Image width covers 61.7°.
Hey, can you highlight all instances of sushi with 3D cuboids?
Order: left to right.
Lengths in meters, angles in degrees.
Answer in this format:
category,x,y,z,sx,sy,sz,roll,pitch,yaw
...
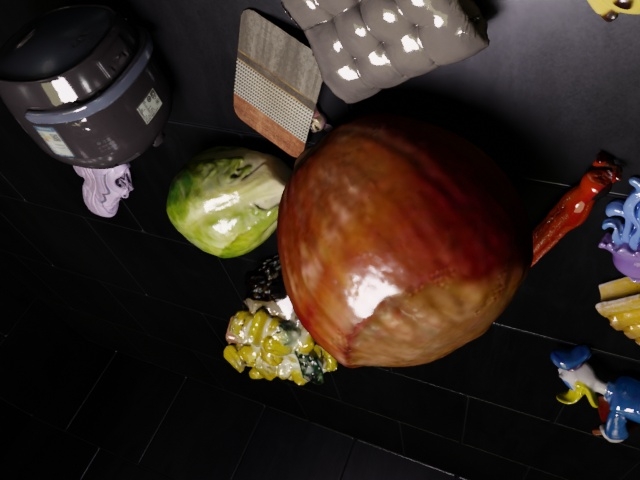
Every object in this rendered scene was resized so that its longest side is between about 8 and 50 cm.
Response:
category,x,y,z,sx,sy,sz,roll,pitch,yaw
sushi,-0.066,0.232,1.398,0.329,0.285,0.328,-11,134,44

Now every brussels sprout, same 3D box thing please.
category,x,y,z,sx,sy,sz,roll,pitch,yaw
brussels sprout,-0.174,-0.083,1.072,0.272,0.219,0.210,-21,119,26

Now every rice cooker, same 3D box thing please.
category,x,y,z,sx,sy,sz,roll,pitch,yaw
rice cooker,-0.398,-0.258,0.933,0.267,0.267,0.224,11,147,23

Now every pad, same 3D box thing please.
category,x,y,z,sx,sy,sz,roll,pitch,yaw
pad,-0.155,-0.280,0.900,0.324,0.055,0.250,21,150,0

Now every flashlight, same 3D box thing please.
category,x,y,z,sx,sy,sz,roll,pitch,yaw
flashlight,-0.018,-0.223,0.908,0.052,0.031,0.110,6,144,31

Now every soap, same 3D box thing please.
category,x,y,z,sx,sy,sz,roll,pitch,yaw
soap,0.612,0.104,0.902,0.140,0.073,0.232,33,149,-15

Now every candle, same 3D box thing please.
category,x,y,z,sx,sy,sz,roll,pitch,yaw
candle,0.390,-0.022,0.895,0.048,0.051,0.329,25,150,7

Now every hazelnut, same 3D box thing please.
category,x,y,z,sx,sy,sz,roll,pitch,yaw
hazelnut,0.112,-0.002,0.871,0.421,0.353,0.420,35,137,41

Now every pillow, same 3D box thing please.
category,x,y,z,sx,sy,sz,roll,pitch,yaw
pillow,0.033,-0.328,0.648,0.228,0.101,0.326,-9,137,43

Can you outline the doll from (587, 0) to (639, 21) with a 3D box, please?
category,x,y,z,sx,sy,sz,roll,pitch,yaw
doll,0.243,-0.306,0.535,0.291,0.086,0.117,23,135,1

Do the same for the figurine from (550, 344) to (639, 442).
category,x,y,z,sx,sy,sz,roll,pitch,yaw
figurine,0.663,0.334,1.180,0.338,0.204,0.283,33,158,13

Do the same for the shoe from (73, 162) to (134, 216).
category,x,y,z,sx,sy,sz,roll,pitch,yaw
shoe,-0.532,-0.139,1.362,0.138,0.095,0.245,23,143,11

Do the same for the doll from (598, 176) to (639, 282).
category,x,y,z,sx,sy,sz,roll,pitch,yaw
doll,0.492,-0.010,0.830,0.110,0.067,0.205,18,140,41
